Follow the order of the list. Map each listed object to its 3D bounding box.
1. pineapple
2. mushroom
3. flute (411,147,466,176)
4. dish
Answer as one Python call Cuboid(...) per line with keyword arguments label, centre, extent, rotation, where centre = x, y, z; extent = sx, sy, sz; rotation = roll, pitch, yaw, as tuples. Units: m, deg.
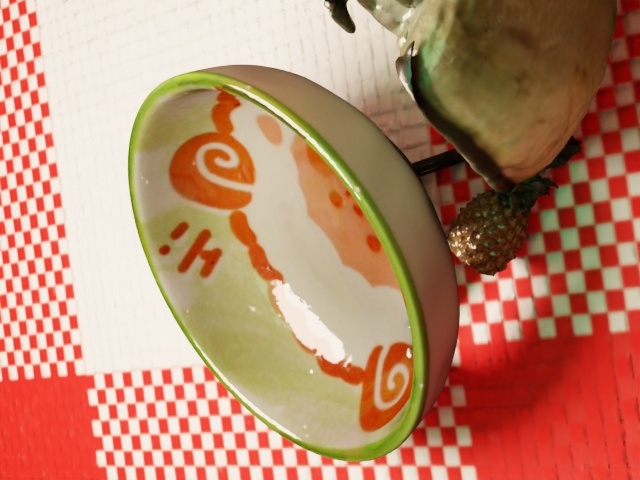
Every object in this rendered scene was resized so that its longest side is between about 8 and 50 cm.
Cuboid(label="pineapple", centre=(0.143, -0.033, 1.054), extent=(0.058, 0.058, 0.124), rotation=(53, 123, 27))
Cuboid(label="mushroom", centre=(0.114, -0.165, 0.971), extent=(0.164, 0.189, 0.267), rotation=(-42, 19, 14))
Cuboid(label="flute", centre=(0.055, -0.049, 1.167), extent=(0.269, 0.014, 0.014), rotation=(-18, 82, 45))
Cuboid(label="dish", centre=(0.000, 0.000, 1.130), extent=(0.324, 0.124, 0.324), rotation=(32, 139, 34))
